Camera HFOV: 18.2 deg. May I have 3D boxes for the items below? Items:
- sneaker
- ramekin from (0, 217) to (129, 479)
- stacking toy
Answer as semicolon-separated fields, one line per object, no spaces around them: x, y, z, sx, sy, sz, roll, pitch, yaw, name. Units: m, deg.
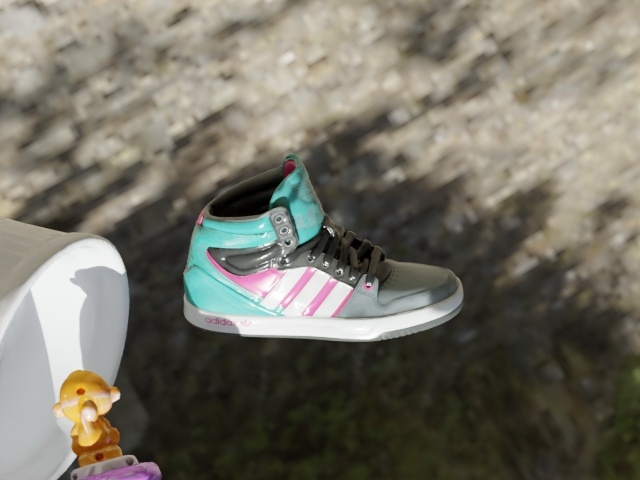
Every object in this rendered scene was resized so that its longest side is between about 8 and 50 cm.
0.000;0.000;2.067;0.295;0.124;0.178;-1;117;3;sneaker
-0.317;0.108;1.993;0.277;0.135;0.277;-52;152;-43;ramekin
-0.200;0.272;1.941;0.175;0.302;0.166;-17;172;3;stacking toy
